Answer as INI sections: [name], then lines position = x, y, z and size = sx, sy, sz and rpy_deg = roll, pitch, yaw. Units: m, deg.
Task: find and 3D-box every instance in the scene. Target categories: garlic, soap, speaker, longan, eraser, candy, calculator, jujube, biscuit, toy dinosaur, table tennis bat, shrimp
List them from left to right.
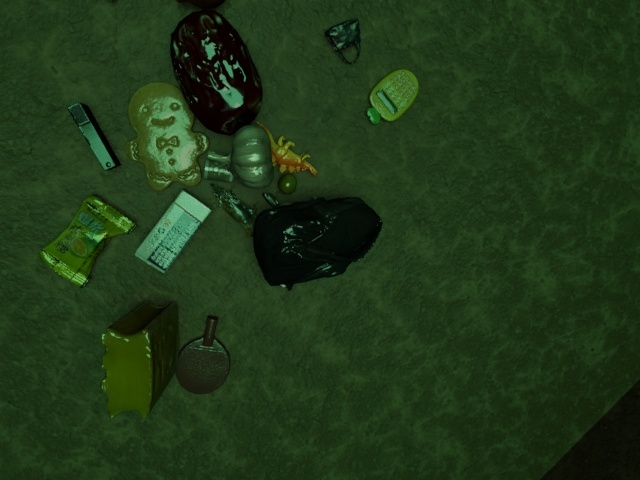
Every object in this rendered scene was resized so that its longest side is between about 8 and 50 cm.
[candy]
position = -0.788, 0.003, 1.506
size = 0.187, 0.081, 0.297
rpy_deg = 39, 91, -13
[speaker]
position = -0.733, -0.335, 1.455
size = 0.044, 0.082, 0.218
rpy_deg = -27, 103, -5
[soap]
position = -0.584, 0.378, 1.478
size = 0.156, 0.335, 0.293
rpy_deg = 0, 96, -3
[biscuit]
position = -0.520, -0.350, 1.509
size = 0.275, 0.052, 0.354
rpy_deg = -6, 102, -10
[eraser]
position = -0.508, -0.035, 1.552
size = 0.124, 0.081, 0.279
rpy_deg = 37, 92, -15
[table tennis bat]
position = -0.433, 0.434, 1.674
size = 0.201, 0.038, 0.310
rpy_deg = 12, 98, -13
[jujube]
position = -0.328, -0.522, 1.414
size = 0.258, 0.258, 0.376
rpy_deg = -26, 108, -5
[garlic]
position = -0.263, -0.267, 1.466
size = 0.212, 0.218, 0.218
rpy_deg = -5, 101, -7
[shrimp]
position = -0.252, -0.129, 1.603
size = 0.169, 0.058, 0.296
rpy_deg = -47, 108, -8
[toy dinosaur]
position = -0.137, -0.302, 1.584
size = 0.288, 0.070, 0.117
rpy_deg = 34, 93, -10
[longan]
position = -0.114, -0.203, 1.607
size = 0.075, 0.083, 0.075
rpy_deg = 13, 114, 31
[calculator]
position = 0.260, -0.523, 1.635
size = 0.235, 0.032, 0.146
rpy_deg = -44, 104, -2

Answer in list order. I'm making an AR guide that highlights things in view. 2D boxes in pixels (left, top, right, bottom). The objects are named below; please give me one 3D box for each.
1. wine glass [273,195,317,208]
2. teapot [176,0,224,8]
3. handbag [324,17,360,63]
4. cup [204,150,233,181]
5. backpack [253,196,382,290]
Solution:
[wine glass]
position = -0.086, -0.113, 1.611
size = 0.156, 0.072, 0.072
rpy_deg = -14, 103, -20
[teapot]
position = -0.369, -0.848, 1.418
size = 0.252, 0.135, 0.178
rpy_deg = -57, 140, -16
[handbag]
position = 0.090, -0.687, 1.562
size = 0.115, 0.072, 0.139
rpy_deg = -26, 117, -7
[cup]
position = -0.350, -0.252, 1.558
size = 0.099, 0.102, 0.074
rpy_deg = 7, 137, -13
[backpack]
position = 0.000, 0.000, 1.542
size = 0.446, 0.363, 0.254
rpy_deg = -18, 67, -17
